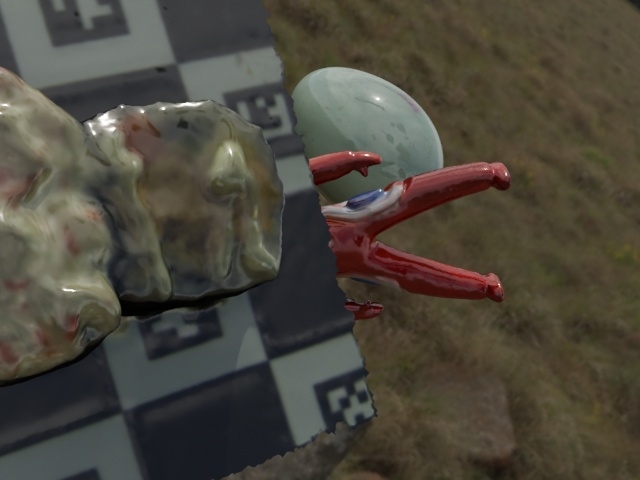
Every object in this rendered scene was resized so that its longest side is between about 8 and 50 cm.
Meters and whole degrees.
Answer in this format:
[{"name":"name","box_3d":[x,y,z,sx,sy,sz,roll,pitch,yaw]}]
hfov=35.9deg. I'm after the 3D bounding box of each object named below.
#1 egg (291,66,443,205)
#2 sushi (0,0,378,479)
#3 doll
[{"name":"egg","box_3d":[0.058,-0.137,1.375,0.264,0.183,0.183,47,21,26]},{"name":"sushi","box_3d":[-0.141,-0.001,0.443,0.373,0.100,0.296,-14,87,-27]},{"name":"doll","box_3d":[0.000,0.000,1.010,0.384,0.188,0.099,-4,20,-2]}]
